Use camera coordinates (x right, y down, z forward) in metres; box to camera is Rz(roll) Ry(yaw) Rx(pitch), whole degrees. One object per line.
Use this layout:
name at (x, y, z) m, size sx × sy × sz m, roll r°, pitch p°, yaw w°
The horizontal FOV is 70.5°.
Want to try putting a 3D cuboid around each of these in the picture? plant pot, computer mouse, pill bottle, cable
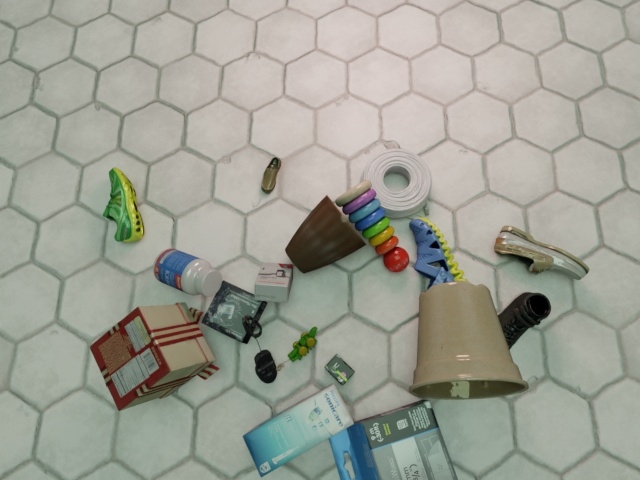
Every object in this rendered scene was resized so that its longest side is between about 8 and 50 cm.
plant pot at (0.427, 0.302, 1.383) m, size 0.333 × 0.334 × 0.306 m, roll 0°, pitch 63°, yaw 1°
computer mouse at (-0.202, 0.351, 1.463) m, size 0.071 × 0.041 × 0.242 m, roll -23°, pitch 100°, yaw -31°
pill bottle at (-0.438, 0.110, 1.504) m, size 0.221 × 0.124 × 0.124 m, roll 15°, pitch 73°, yaw 30°
cable at (0.271, -0.206, 1.635) m, size 0.256 × 0.089 × 0.257 m, roll 1°, pitch 74°, yaw 2°
plant pot at (0.000, 0.000, 1.535) m, size 0.230 × 0.215 × 0.215 m, roll -38°, pitch 76°, yaw 4°

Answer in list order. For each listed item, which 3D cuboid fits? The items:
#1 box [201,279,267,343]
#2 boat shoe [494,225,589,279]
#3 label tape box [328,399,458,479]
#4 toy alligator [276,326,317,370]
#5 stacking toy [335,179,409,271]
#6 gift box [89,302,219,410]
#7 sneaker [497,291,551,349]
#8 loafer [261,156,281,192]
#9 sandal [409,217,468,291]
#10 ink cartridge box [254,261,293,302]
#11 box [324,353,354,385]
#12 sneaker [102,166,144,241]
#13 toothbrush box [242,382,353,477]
box at (-0.285, 0.240, 1.514) m, size 0.155 × 0.093 × 0.158 m, roll 23°, pitch 76°, yaw 8°
boat shoe at (0.740, 0.065, 1.538) m, size 0.302 × 0.113 × 0.103 m, roll 28°, pitch 77°, yaw 20°
label tape box at (0.211, 0.653, 1.372) m, size 0.333 × 0.106 × 0.241 m, roll -17°, pitch 73°, yaw -4°
toy alligator at (-0.066, 0.367, 1.495) m, size 0.190 × 0.056 × 0.051 m, roll -47°, pitch 118°, yaw -12°
stacking toy at (0.191, -0.035, 1.543) m, size 0.141 × 0.141 × 0.330 m, roll -33°, pitch 92°, yaw -8°
gift box at (-0.482, 0.344, 1.394) m, size 0.276 × 0.258 × 0.255 m, roll -33°, pitch 75°, yaw 13°
sneaker at (0.620, 0.272, 1.454) m, size 0.104 × 0.147 × 0.296 m, roll 41°, pitch 80°, yaw 10°
loafer at (-0.186, -0.248, 1.679) m, size 0.056 × 0.050 × 0.148 m, roll 12°, pitch 74°, yaw 5°
sandal at (0.377, 0.068, 1.537) m, size 0.138 × 0.126 × 0.318 m, roll -25°, pitch 73°, yaw -2°
ink cartridge box at (-0.153, 0.137, 1.511) m, size 0.109 × 0.150 × 0.063 m, roll 4°, pitch 115°, yaw 2°
box at (0.062, 0.420, 1.472) m, size 0.083 × 0.052 × 0.062 m, roll 42°, pitch 79°, yaw 14°
sneaker at (-0.726, -0.131, 1.627) m, size 0.123 × 0.109 × 0.296 m, roll -17°, pitch 74°, yaw -8°
toothbrush box at (-0.059, 0.553, 1.351) m, size 0.295 × 0.216 × 0.126 m, roll -27°, pitch 75°, yaw -6°
